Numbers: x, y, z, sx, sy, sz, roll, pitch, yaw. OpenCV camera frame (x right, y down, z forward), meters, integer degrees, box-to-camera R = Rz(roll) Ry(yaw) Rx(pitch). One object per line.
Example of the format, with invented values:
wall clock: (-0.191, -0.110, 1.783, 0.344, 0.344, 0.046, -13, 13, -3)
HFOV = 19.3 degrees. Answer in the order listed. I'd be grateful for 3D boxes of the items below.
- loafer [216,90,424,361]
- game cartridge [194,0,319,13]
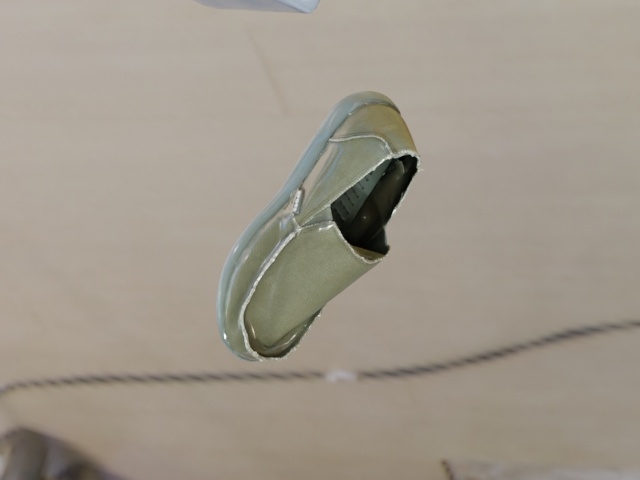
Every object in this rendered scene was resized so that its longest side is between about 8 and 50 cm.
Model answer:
loafer: (0.000, 0.000, 1.535, 0.094, 0.087, 0.251, 15, 110, -41)
game cartridge: (-0.144, -0.184, 0.895, 0.294, 0.060, 0.196, 21, -177, -25)
